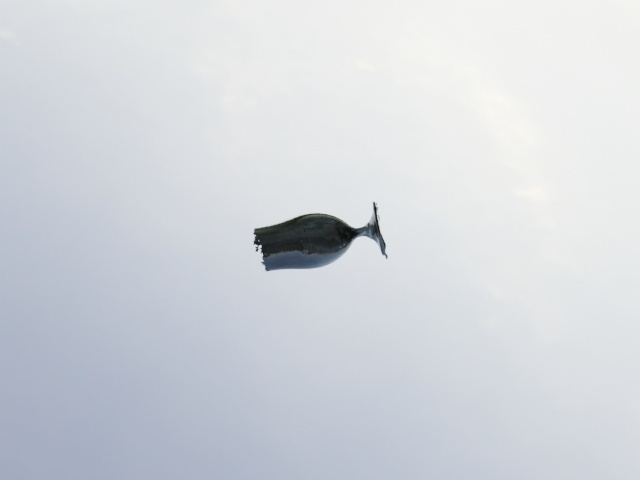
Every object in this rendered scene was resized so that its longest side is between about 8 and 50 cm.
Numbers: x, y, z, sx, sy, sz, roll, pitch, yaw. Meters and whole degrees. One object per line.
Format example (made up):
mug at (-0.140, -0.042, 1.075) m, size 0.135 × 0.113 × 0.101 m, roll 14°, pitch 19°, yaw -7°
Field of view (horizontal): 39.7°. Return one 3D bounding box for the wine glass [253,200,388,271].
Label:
wine glass at (0.000, 0.000, 1.529) m, size 0.222 × 0.103 × 0.103 m, roll -10°, pitch -140°, yaw 6°
